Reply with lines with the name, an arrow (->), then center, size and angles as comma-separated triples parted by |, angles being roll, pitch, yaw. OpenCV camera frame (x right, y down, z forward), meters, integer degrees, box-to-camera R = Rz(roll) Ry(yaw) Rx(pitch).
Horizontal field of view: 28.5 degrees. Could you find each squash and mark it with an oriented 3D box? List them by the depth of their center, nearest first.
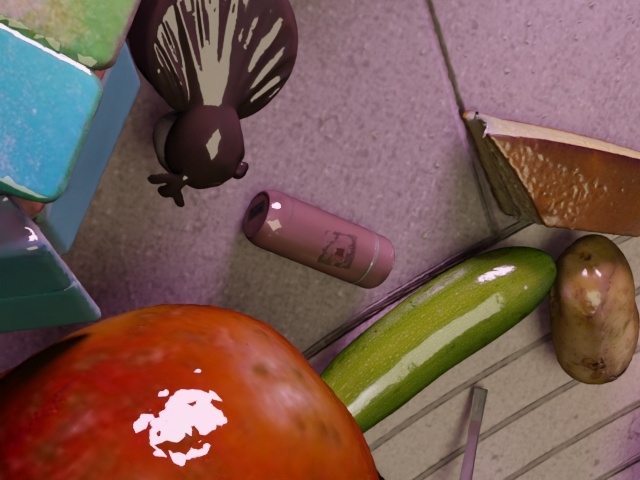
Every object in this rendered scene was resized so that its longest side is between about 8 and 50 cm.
squash -> 0.096, 0.093, 1.192 | 0.292, 0.082, 0.082 | -34, 118, -9

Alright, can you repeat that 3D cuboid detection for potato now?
potato -> 0.272, 0.072, 1.259 | 0.107, 0.080, 0.170 | -58, 146, -34

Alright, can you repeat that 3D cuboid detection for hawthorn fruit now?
hawthorn fruit -> -0.117, 0.237, 0.992 | 0.402, 0.403, 0.403 | -8, 110, -22

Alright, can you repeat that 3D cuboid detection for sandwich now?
sandwich -> 0.244, -0.055, 1.202 | 0.258, 0.094, 0.096 | 8, 99, -25

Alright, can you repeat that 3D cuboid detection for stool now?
stool -> -0.094, -0.137, 1.006 | 0.125, 0.121, 0.217 | 2, 105, -26

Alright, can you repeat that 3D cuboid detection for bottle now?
bottle -> 0.000, 0.000, 1.134 | 0.140, 0.053, 0.053 | 22, 97, -29

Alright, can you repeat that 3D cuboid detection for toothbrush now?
toothbrush -> 0.146, 0.245, 1.271 | 0.014, 0.017, 0.194 | 9, 86, 14

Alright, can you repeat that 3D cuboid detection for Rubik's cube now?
Rubik's cube -> -0.297, -0.099, 0.816 | 0.387, 0.358, 0.368 | -38, 77, -9

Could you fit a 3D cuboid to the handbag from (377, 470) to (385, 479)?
handbag -> -0.013, 0.359, 1.237 | 0.275, 0.088, 0.244 | -38, 114, -7
